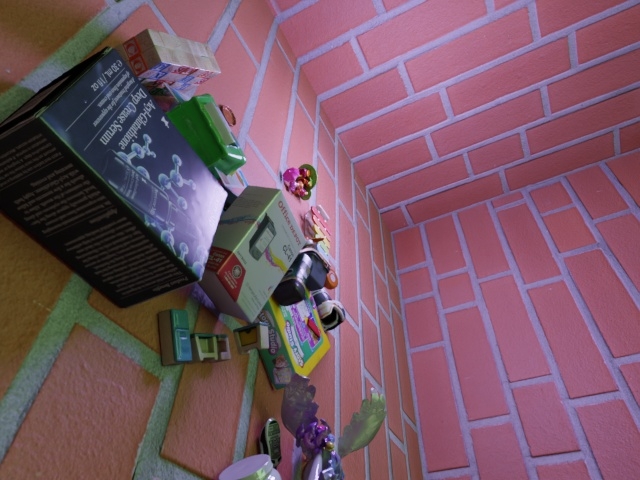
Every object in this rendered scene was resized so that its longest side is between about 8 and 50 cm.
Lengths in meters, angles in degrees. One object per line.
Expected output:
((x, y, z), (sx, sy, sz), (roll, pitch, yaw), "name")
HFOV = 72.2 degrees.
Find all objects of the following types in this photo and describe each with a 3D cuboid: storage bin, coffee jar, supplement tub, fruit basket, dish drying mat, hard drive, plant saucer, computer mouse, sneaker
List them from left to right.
((-0.320, -0.309, 1.349), (0.327, 0.165, 0.353), (61, 11, -3), "fruit basket")
((-0.347, -0.469, 1.654), (0.083, 0.013, 0.084), (54, 24, -39), "plant saucer")
((-0.143, 0.610, 0.988), (0.144, 0.144, 0.200), (-1, 73, -70), "supplement tub")
((-0.192, -0.076, 1.496), (0.203, 0.040, 0.307), (36, 3, 28), "hard drive")
((-0.136, 0.586, 1.192), (0.106, 0.042, 0.193), (25, 54, -58), "computer mouse")
((-0.084, 0.122, 1.372), (0.079, 0.096, 0.184), (57, 24, -22), "coffee jar")
((-0.026, 0.112, 1.550), (0.135, 0.098, 0.091), (51, 36, -41), "storage bin")
((-0.020, 0.297, 1.495), (0.083, 0.008, 0.032), (56, 26, -36), "dish drying mat")
((0.033, 0.299, 1.732), (0.128, 0.126, 0.321), (60, 5, 32), "sneaker")

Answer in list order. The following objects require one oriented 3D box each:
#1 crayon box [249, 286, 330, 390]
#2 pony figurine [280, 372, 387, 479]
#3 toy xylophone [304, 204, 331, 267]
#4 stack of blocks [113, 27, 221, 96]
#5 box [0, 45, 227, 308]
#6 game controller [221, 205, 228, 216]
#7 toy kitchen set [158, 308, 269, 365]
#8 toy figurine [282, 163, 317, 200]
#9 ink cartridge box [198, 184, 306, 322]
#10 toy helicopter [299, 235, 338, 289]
((-0.114, 0.256, 1.462), (0.363, 0.106, 0.313), (70, 21, -1), "crayon box")
((0.004, 0.580, 1.193), (0.363, 0.302, 0.351), (-79, -172, -73), "pony figurine")
((0.000, 0.000, 2.045), (0.236, 0.081, 0.323), (47, 30, -50), "toy xylophone")
((-0.428, -0.478, 1.208), (0.087, 0.171, 0.297), (67, 20, -9), "stack of blocks")
((-0.403, -0.113, 0.873), (0.396, 0.211, 0.294), (56, 23, -37), "box")
((-0.323, -0.078, 1.273), (0.319, 0.067, 0.167), (49, 29, -48), "game controller")
((-0.247, 0.216, 1.048), (0.207, 0.165, 0.122), (27, 47, -63), "toy kitchen set")
((-0.110, -0.270, 2.010), (0.159, 0.130, 0.173), (-7, 103, -57), "toy figurine")
((-0.192, 0.031, 1.198), (0.306, 0.131, 0.226), (-56, 142, -30), "ink cartridge box")
((-0.077, 0.055, 1.722), (0.355, 0.140, 0.235), (36, 42, -42), "toy helicopter")
